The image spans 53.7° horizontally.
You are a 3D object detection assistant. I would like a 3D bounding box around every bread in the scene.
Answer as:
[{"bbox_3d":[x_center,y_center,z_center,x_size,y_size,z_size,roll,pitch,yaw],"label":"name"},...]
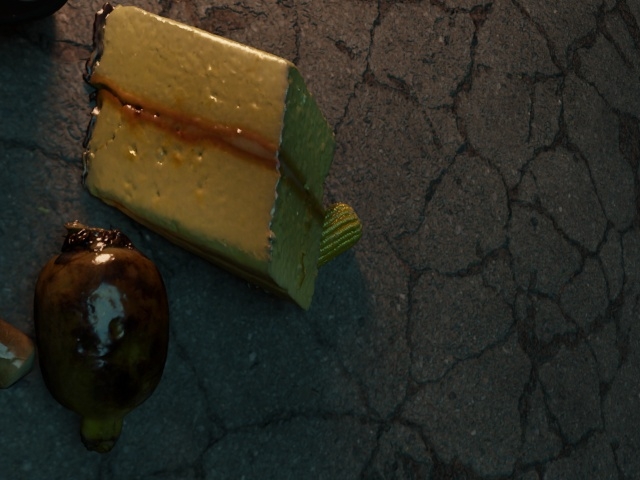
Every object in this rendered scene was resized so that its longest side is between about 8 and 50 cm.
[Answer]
[{"bbox_3d":[-0.173,-0.128,0.985,0.405,0.242,0.345,15,76,13],"label":"bread"}]

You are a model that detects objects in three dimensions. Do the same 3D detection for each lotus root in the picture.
[{"bbox_3d":[-0.282,0.120,0.832,0.170,0.141,0.313,-2,84,-37],"label":"lotus root"}]

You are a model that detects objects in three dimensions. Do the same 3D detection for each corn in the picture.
[{"bbox_3d":[0.000,0.000,1.087,0.165,0.063,0.085,-37,124,-30],"label":"corn"}]

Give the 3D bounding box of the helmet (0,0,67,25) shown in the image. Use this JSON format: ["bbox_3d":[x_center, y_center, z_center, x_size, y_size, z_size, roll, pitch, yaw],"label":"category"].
[{"bbox_3d":[-0.421,-0.352,0.803,0.216,0.193,0.189,34,55,23],"label":"helmet"}]

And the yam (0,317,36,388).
[{"bbox_3d":[-0.482,0.041,0.755,0.356,0.081,0.081,50,60,-18],"label":"yam"}]
